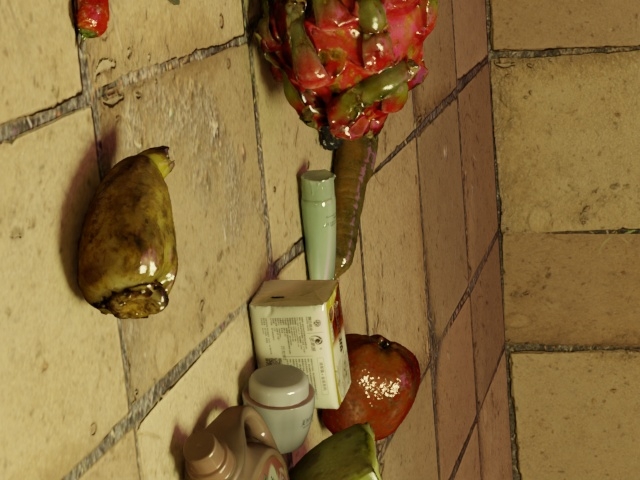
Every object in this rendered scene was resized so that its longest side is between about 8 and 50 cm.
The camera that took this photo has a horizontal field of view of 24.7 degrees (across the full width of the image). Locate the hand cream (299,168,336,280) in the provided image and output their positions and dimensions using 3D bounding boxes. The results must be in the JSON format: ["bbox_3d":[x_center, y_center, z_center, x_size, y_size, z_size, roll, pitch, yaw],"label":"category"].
[{"bbox_3d":[0.000,0.000,2.112,0.078,0.050,0.205,-58,148,-63],"label":"hand cream"}]

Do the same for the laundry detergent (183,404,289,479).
[{"bbox_3d":[-0.099,0.262,1.691,0.237,0.076,0.171,68,23,-48],"label":"laundry detergent"}]

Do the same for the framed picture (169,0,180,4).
[{"bbox_3d":[-0.172,-0.339,1.576,0.109,0.011,0.149,24,66,-73],"label":"framed picture"}]

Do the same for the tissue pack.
[{"bbox_3d":[-0.024,0.133,1.898,0.099,0.106,0.148,-57,144,-65],"label":"tissue pack"}]

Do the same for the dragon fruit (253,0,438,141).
[{"bbox_3d":[0.034,-0.282,1.921,0.237,0.231,0.302,42,58,-85],"label":"dragon fruit"}]

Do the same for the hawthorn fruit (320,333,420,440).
[{"bbox_3d":[0.062,0.242,2.180,0.162,0.163,0.203,-19,125,-74],"label":"hawthorn fruit"}]

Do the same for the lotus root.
[{"bbox_3d":[-0.180,-0.014,1.390,0.108,0.094,0.190,108,-15,-55],"label":"lotus root"}]

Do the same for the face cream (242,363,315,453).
[{"bbox_3d":[-0.052,0.210,1.828,0.091,0.091,0.095,-58,151,-63],"label":"face cream"}]

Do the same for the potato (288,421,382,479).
[{"bbox_3d":[0.008,0.407,1.899,0.280,0.213,0.330,-102,177,-75],"label":"potato"}]

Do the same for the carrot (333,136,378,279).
[{"bbox_3d":[0.048,-0.094,2.262,0.070,0.070,0.342,55,38,-64],"label":"carrot"}]

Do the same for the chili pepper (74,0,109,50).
[{"bbox_3d":[-0.212,-0.265,1.393,0.045,0.027,0.178,45,44,-67],"label":"chili pepper"}]

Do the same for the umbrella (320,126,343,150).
[{"bbox_3d":[0.005,-0.189,2.154,0.144,0.040,0.037,75,13,-51],"label":"umbrella"}]
